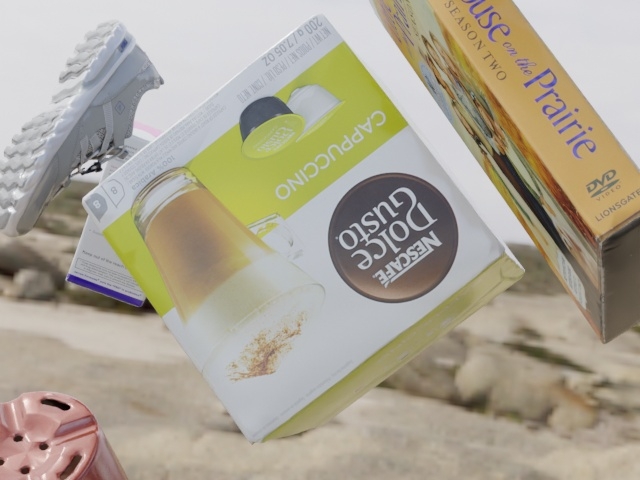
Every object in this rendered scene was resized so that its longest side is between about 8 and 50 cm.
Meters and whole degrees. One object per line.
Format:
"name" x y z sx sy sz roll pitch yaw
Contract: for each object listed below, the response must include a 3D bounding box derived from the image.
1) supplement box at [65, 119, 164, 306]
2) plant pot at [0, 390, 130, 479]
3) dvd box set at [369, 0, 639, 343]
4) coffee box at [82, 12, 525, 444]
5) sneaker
"supplement box" -0.250 -0.039 1.818 0.114 0.220 0.111 20 13 -1
"plant pot" -0.352 0.355 1.744 0.272 0.265 0.272 -7 40 6
"dvd box set" 0.149 -0.130 1.159 0.062 0.420 0.307 -32 -21 0
"coffee box" 0.000 0.000 1.550 0.337 0.334 0.338 -38 -11 6
"sneaker" -0.268 -0.114 1.529 0.115 0.281 0.105 41 -19 -30
